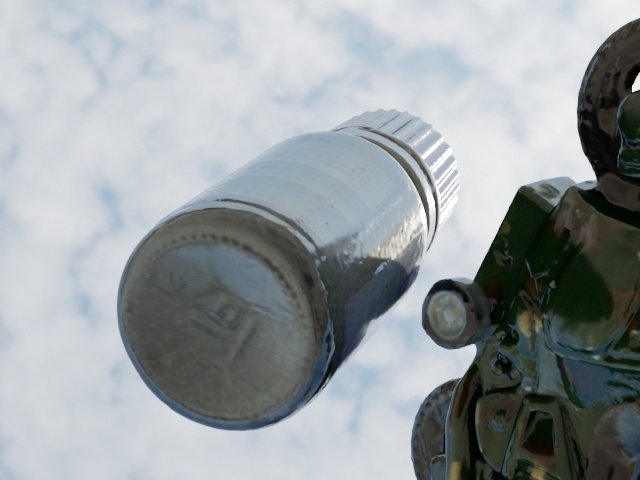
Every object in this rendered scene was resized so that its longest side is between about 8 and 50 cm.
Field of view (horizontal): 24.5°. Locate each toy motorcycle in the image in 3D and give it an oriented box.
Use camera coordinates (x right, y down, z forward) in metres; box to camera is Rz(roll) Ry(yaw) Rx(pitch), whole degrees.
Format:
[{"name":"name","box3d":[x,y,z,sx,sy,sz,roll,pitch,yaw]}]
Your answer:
[{"name":"toy motorcycle","box3d":[0.134,0.061,0.594,0.125,0.274,0.187,-13,-134,-46]}]

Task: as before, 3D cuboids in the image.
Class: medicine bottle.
[{"name":"medicine bottle","box3d":[0.000,0.000,0.580,0.083,0.083,0.203,20,-157,16]}]
